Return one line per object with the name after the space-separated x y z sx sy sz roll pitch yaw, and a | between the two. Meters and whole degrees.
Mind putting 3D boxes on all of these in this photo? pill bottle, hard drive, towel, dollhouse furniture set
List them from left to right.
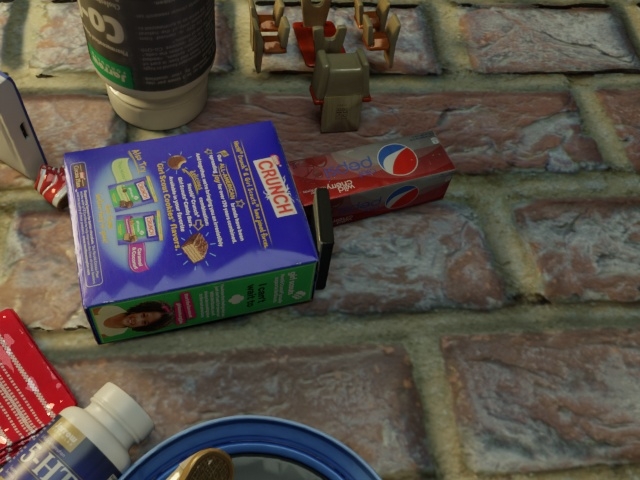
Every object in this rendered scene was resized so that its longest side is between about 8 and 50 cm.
-0.471 0.213 0.840 0.275 0.031 0.199 -28 65 -32 | towel
-0.569 -0.237 1.022 0.318 0.210 0.040 31 61 12 | hard drive
-0.294 0.266 0.805 0.112 0.112 0.187 35 61 14 | pill bottle
-0.264 -0.352 1.042 0.204 0.361 0.204 3 58 -5 | pill bottle
0.000 0.000 0.991 0.022 0.135 0.094 -2 58 -7 | hard drive
0.010 -0.330 1.225 0.262 0.135 0.259 -5 48 -10 | dollhouse furniture set

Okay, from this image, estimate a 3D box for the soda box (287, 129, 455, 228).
0.077 -0.095 1.089 0.263 0.083 0.092 -14 61 -15 | soda box

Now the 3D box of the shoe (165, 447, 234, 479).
-0.173 0.324 0.732 0.076 0.058 0.219 46 64 -15 | shoe

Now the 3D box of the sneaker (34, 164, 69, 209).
-0.396 -0.109 1.064 0.067 0.042 0.118 33 62 9 | sneaker

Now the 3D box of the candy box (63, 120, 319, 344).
-0.189 -0.020 0.989 0.317 0.122 0.268 -11 59 -12 | candy box

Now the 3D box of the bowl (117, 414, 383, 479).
-0.082 0.401 0.768 0.391 0.077 0.391 3 59 -5 | bowl
